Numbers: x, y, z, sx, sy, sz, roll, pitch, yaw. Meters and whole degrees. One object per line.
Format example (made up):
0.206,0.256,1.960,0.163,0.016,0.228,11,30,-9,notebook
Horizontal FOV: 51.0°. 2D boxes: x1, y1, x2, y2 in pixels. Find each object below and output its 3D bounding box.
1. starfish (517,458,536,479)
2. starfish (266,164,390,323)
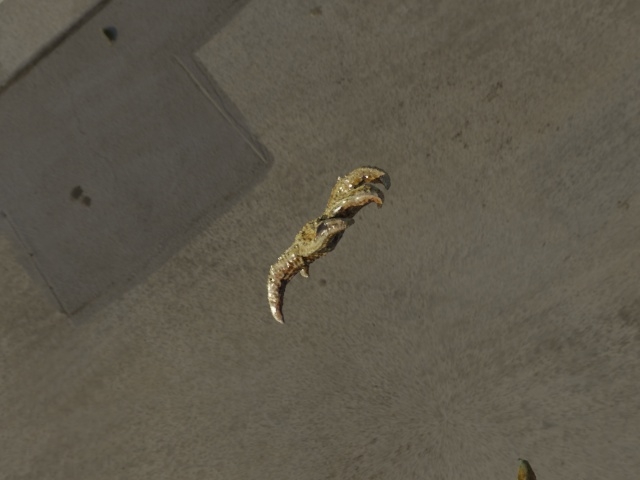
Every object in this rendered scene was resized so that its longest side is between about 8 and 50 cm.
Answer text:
0.227,0.287,0.447,0.358,0.078,0.347,-23,45,-14,starfish
-0.002,-0.001,0.853,0.071,0.238,0.216,41,74,3,starfish
